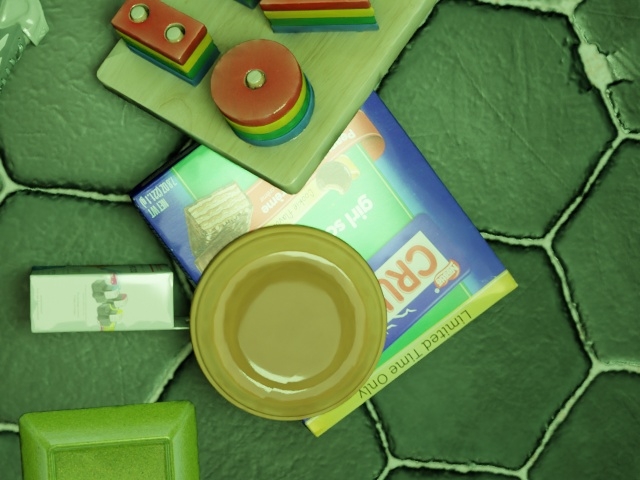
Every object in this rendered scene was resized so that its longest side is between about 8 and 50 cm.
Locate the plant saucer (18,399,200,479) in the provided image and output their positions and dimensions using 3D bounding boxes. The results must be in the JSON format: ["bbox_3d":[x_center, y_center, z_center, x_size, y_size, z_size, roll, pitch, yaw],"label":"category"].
[{"bbox_3d":[-0.219,0.271,1.831,0.188,0.045,0.188,-4,95,-8],"label":"plant saucer"}]

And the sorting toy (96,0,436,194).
[{"bbox_3d":[-0.062,-0.218,1.711,0.255,0.089,0.257,30,78,23],"label":"sorting toy"}]

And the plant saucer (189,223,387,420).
[{"bbox_3d":[-0.031,0.084,1.727,0.200,0.037,0.200,0,96,-4],"label":"plant saucer"}]

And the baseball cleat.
[{"bbox_3d":[-0.328,-0.182,1.768,0.109,0.072,0.205,-6,105,-22],"label":"baseball cleat"}]

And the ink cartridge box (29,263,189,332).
[{"bbox_3d":[-0.207,0.058,1.785,0.181,0.104,0.061,-1,95,-9],"label":"ink cartridge box"}]

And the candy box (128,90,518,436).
[{"bbox_3d":[0.000,0.000,1.800,0.268,0.122,0.317,-38,99,-3],"label":"candy box"}]
